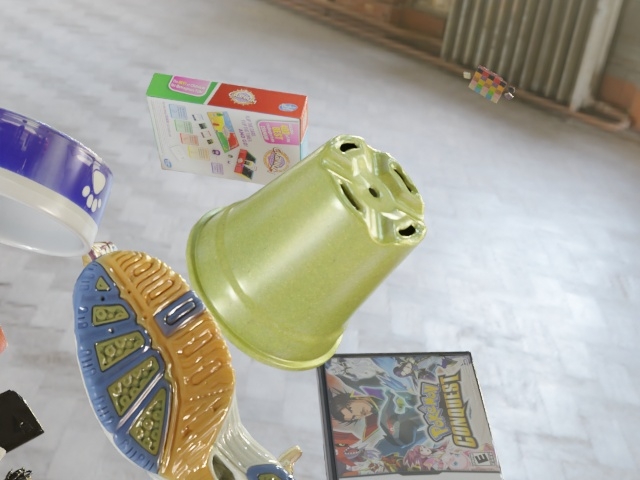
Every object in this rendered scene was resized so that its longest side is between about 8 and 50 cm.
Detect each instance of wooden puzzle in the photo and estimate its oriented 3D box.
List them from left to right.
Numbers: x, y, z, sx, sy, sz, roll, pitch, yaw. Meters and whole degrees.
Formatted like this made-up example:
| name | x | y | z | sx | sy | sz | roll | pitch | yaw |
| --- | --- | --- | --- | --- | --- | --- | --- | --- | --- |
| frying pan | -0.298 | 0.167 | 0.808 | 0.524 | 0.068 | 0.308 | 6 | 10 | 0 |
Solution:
| name | x | y | z | sx | sy | sz | roll | pitch | yaw |
| --- | --- | --- | --- | --- | --- | --- | --- | --- | --- |
| wooden puzzle | 0.253 | -0.234 | 1.461 | 0.083 | 0.049 | 0.006 | 33 | 61 | 7 |

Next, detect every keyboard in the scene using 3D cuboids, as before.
| name | x | y | z | sx | sy | sz | roll | pitch | yaw |
| --- | --- | --- | --- | --- | --- | --- | --- | --- | --- |
| keyboard | -0.666 | 0.422 | 1.812 | 0.317 | 0.033 | 0.201 | -26 | 64 | -30 |

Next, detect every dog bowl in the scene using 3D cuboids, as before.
| name | x | y | z | sx | sy | sz | roll | pitch | yaw |
| --- | --- | --- | --- | --- | --- | --- | --- | --- | --- |
| dog bowl | -0.408 | -0.076 | 1.255 | 0.264 | 0.104 | 0.265 | 15 | -18 | 5 |

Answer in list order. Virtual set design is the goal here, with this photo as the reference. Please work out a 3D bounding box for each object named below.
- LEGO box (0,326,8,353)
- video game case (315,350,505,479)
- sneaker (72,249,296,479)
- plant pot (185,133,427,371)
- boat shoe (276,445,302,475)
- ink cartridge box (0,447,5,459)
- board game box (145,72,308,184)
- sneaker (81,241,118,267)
| name | x | y | z | sx | sy | sz | roll | pitch | yaw |
| --- | --- | --- | --- | --- | --- | --- | --- | --- | --- |
| LEGO box | -0.991 | 0.294 | 2.086 | 0.372 | 0.193 | 0.500 | 4 | 36 | 23 |
| video game case | 0.126 | 0.275 | 1.431 | 0.248 | 0.035 | 0.275 | -1 | 42 | -6 |
| sneaker | -0.115 | 0.148 | 0.757 | 0.111 | 0.297 | 0.131 | -30 | 10 | -26 |
| plant pot | 0.000 | 0.000 | 1.327 | 0.276 | 0.254 | 0.276 | 29 | 40 | -27 |
| boat shoe | -0.080 | 0.483 | 2.021 | 0.045 | 0.050 | 0.135 | 32 | 54 | 28 |
| ink cartridge box | -0.573 | 0.321 | 1.444 | 0.181 | 0.104 | 0.061 | 36 | -5 | -21 |
| board game box | -0.185 | -0.219 | 2.001 | 0.316 | 0.242 | 0.064 | 10 | 57 | 5 |
| sneaker | -0.496 | 0.032 | 2.191 | 0.083 | 0.070 | 0.185 | -16 | 14 | -16 |
